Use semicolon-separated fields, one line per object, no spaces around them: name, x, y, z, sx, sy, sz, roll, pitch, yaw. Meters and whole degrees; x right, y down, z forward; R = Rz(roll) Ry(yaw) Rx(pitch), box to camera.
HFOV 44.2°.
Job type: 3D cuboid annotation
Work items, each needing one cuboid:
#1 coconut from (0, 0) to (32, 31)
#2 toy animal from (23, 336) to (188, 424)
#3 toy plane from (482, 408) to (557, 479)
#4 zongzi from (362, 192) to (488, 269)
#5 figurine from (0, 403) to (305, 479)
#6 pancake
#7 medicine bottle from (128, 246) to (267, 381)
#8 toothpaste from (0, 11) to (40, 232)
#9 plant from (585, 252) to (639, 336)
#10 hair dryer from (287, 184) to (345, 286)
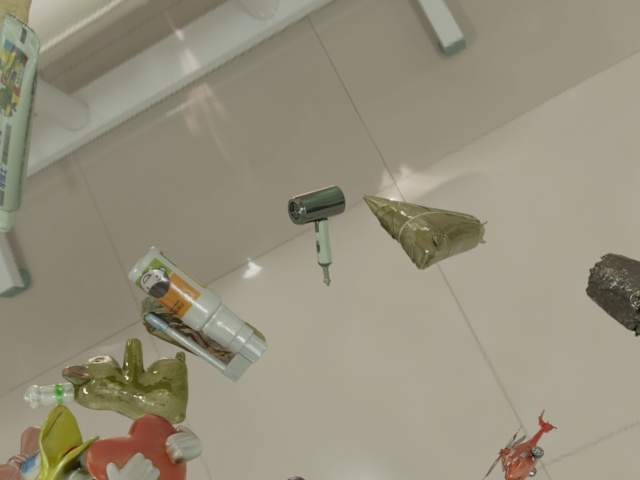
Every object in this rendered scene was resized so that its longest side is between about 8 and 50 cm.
coconut;-0.564;-0.350;1.130;0.298;0.254;0.297;1;102;6
toy animal;-0.487;0.330;1.858;0.363;0.180;0.181;20;127;-19
toy plane;0.406;0.416;1.551;0.077;0.194;0.126;30;110;28
zongzi;0.190;-0.043;1.379;0.178;0.189;0.081;46;134;28
figurine;-0.213;0.299;0.897;0.421;0.154;0.193;24;114;19
pancake;-0.256;0.192;1.656;0.295;0.294;0.049;12;65;16
medicine bottle;-0.183;0.110;1.139;0.221;0.061;0.092;38;91;-5
toothpaste;-0.329;-0.113;0.840;0.067;0.037;0.255;41;128;25
plant;0.424;0.075;1.035;0.143;0.092;0.094;28;46;35
hair dryer;0.000;0.000;1.483;0.057;0.101;0.197;25;128;54
